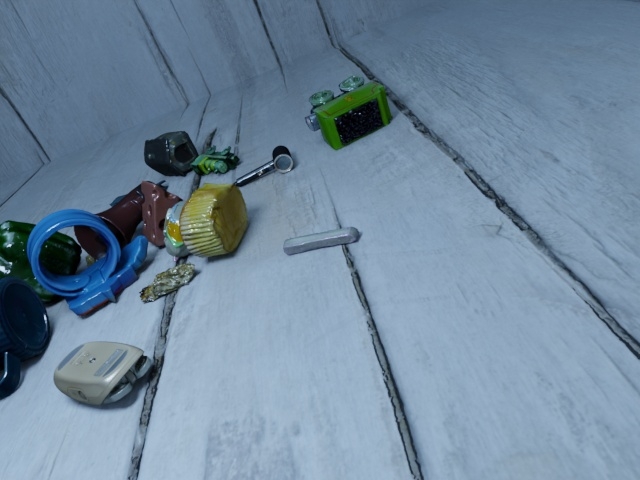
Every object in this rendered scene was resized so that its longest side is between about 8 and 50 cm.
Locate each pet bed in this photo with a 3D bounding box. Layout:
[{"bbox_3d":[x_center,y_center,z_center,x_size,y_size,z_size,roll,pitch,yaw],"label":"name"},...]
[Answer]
[{"bbox_3d":[-0.652,-0.368,2.305,0.211,0.183,0.159,9,40,45],"label":"pet bed"}]

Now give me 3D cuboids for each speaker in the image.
[{"bbox_3d":[-0.681,-0.050,1.859,0.198,0.259,0.329,24,31,1],"label":"speaker"}]

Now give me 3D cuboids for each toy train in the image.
[{"bbox_3d":[0.107,-0.479,1.965,0.307,0.173,0.249,-28,36,-9],"label":"toy train"},{"bbox_3d":[-0.422,-0.317,2.171,0.200,0.083,0.132,11,55,46],"label":"toy train"}]

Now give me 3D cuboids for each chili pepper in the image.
[{"bbox_3d":[-0.911,0.062,1.686,0.248,0.256,0.233,20,80,53],"label":"chili pepper"}]

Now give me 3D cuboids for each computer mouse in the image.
[{"bbox_3d":[-0.486,0.293,1.187,0.236,0.082,0.145,-3,34,30],"label":"computer mouse"}]

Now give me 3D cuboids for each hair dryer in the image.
[{"bbox_3d":[-0.221,-0.259,1.945,0.255,0.070,0.128,-25,28,6],"label":"hair dryer"}]

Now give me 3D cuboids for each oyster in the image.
[{"bbox_3d":[-0.426,0.109,1.487,0.177,0.056,0.105,-21,21,13],"label":"oyster"}]

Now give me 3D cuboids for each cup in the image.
[{"bbox_3d":[-0.906,0.259,1.387,0.292,0.242,0.308,-21,26,-1],"label":"cup"}]

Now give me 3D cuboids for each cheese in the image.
[{"bbox_3d":[-0.490,-0.098,1.782,0.177,0.203,0.128,-7,14,-37],"label":"cheese"}]

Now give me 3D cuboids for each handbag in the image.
[{"bbox_3d":[-0.746,-0.185,2.204,0.221,0.057,0.144,-20,25,7],"label":"handbag"}]

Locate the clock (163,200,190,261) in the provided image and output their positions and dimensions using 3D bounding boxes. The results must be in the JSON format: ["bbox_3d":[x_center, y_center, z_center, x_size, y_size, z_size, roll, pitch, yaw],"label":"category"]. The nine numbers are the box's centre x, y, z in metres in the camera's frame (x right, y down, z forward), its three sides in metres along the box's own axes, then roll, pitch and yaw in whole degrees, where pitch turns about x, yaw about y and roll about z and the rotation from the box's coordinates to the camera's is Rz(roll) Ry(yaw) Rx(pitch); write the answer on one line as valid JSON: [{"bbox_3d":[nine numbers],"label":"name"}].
[{"bbox_3d":[-0.425,-0.033,1.641,0.103,0.144,0.231,14,28,-9],"label":"clock"}]

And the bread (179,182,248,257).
[{"bbox_3d":[-0.311,-0.060,1.545,0.133,0.179,0.250,-11,34,18],"label":"bread"}]

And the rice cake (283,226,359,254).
[{"bbox_3d":[0.000,0.000,1.376,0.206,0.036,0.047,-12,43,19],"label":"rice cake"}]

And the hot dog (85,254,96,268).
[{"bbox_3d":[-0.763,0.084,1.787,0.030,0.034,0.090,-20,47,-15],"label":"hot dog"}]

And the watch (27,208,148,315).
[{"bbox_3d":[-0.675,0.032,1.561,0.305,0.274,0.241,-40,32,-18],"label":"watch"}]
